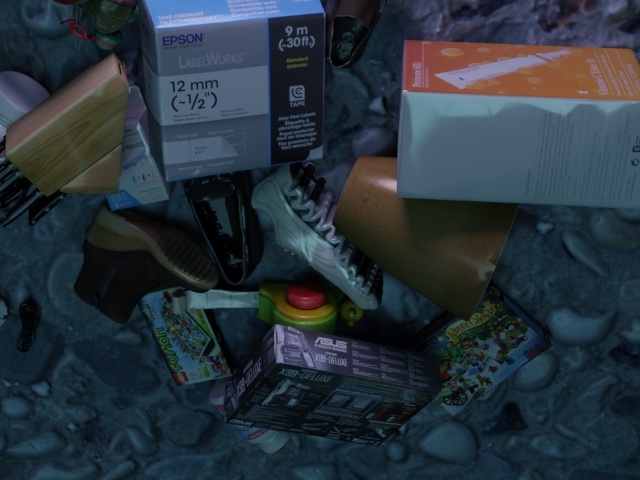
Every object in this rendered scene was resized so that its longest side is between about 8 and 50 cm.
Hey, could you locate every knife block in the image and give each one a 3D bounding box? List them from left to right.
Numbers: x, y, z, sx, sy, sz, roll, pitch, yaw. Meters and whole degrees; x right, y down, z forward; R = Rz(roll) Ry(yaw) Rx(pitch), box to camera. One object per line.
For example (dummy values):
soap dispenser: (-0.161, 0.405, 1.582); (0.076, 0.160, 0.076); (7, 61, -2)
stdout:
knife block: (-0.419, -0.151, 1.526); (0.242, 0.088, 0.275); (2, 123, -18)

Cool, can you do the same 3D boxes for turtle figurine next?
turtle figurine: (-0.290, -0.364, 1.491); (0.175, 0.118, 0.234); (18, 115, -5)

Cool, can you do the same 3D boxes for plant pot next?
plant pot: (0.157, -0.032, 1.593); (0.254, 0.237, 0.237); (23, 121, 5)

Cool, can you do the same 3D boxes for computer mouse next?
computer mouse: (-0.608, 0.131, 1.852); (0.193, 0.042, 0.106); (21, 121, -7)

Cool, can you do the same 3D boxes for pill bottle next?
pill bottle: (-0.518, -0.160, 1.626); (0.119, 0.119, 0.208); (35, 118, -15)
pill bottle: (-0.127, 0.317, 1.889); (0.087, 0.087, 0.160); (-30, 113, 21)

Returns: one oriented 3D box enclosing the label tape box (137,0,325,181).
label tape box: (-0.126, -0.274, 1.477); (0.249, 0.115, 0.347); (-10, 124, -17)

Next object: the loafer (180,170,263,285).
loafer: (-0.163, -0.065, 1.660); (0.109, 0.095, 0.302); (-11, 119, 12)

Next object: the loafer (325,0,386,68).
loafer: (0.060, -0.342, 1.484); (0.080, 0.078, 0.220); (13, 121, -2)

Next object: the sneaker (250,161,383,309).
sneaker: (0.000, 0.000, 1.687); (0.118, 0.110, 0.292); (-28, 106, 29)

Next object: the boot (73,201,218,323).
boot: (-0.300, 0.066, 1.741); (0.248, 0.090, 0.207); (32, 126, 10)

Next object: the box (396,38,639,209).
box: (0.286, -0.173, 1.484); (0.345, 0.215, 0.168); (3, 120, 3)

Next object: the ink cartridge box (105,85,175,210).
ink cartridge box: (-0.315, -0.147, 1.646); (0.104, 0.061, 0.181); (-12, 118, 12)

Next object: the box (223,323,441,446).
box: (0.016, 0.257, 1.757); (0.307, 0.076, 0.242); (13, 142, -20)

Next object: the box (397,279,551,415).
box: (0.264, 0.192, 1.800); (0.159, 0.044, 0.233); (40, 116, -17)

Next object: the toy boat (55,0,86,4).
toy boat: (-0.404, -0.423, 1.401); (0.231, 0.151, 0.151); (26, 101, 29)

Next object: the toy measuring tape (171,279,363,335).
toy measuring tape: (-0.089, 0.128, 1.736); (0.330, 0.121, 0.121); (0, 121, -5)

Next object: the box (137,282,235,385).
box: (-0.242, 0.164, 1.839); (0.114, 0.036, 0.207); (-13, 118, 13)
